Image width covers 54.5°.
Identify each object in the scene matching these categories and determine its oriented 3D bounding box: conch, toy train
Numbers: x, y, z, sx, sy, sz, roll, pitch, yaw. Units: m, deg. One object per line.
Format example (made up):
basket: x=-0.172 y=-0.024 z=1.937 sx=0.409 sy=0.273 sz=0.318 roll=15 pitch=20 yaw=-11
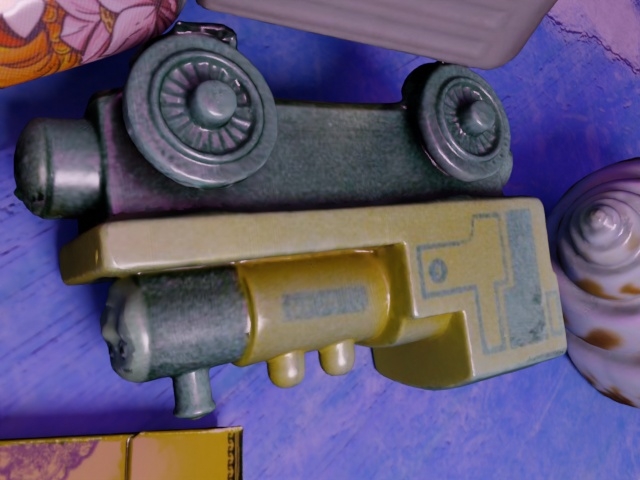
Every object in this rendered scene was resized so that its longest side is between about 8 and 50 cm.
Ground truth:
conch: x=0.321 y=0.043 z=0.591 sx=0.368 sy=0.197 sz=0.249 roll=16 pitch=88 yaw=-23
toy train: x=0.000 y=0.000 z=0.420 sx=0.369 sy=0.150 sz=0.237 roll=-5 pitch=85 yaw=-33

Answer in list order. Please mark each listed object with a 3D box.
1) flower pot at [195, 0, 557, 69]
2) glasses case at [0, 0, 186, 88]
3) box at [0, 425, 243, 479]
flower pot: x=0.037 y=-0.229 z=0.358 sx=0.190 sy=0.209 sz=0.239 roll=7 pitch=31 yaw=-14
glasses case: x=-0.217 y=-0.121 z=0.287 sx=0.321 sy=0.082 sz=0.122 roll=-23 pitch=126 yaw=-18
box: x=-0.171 y=0.179 z=0.311 sx=0.279 sy=0.041 sz=0.152 roll=7 pitch=71 yaw=-32
